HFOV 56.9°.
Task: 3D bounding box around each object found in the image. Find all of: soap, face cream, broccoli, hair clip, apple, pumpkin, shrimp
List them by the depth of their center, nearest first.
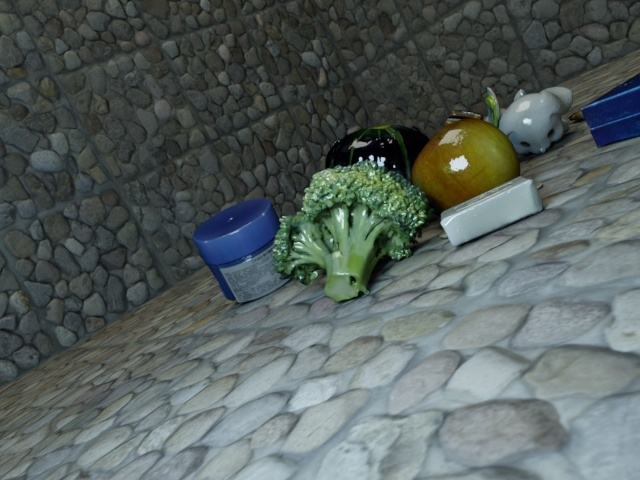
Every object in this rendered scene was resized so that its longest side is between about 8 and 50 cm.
[{"bbox_3d":[0.327,-0.057,1.140,0.183,0.064,0.121,-25,5,15],"label":"soap"},{"bbox_3d":[0.042,-0.028,1.246,0.375,0.249,0.302,-18,8,24],"label":"broccoli"},{"bbox_3d":[0.330,-0.153,1.332,0.236,0.208,0.237,-30,-18,-11],"label":"apple"},{"bbox_3d":[0.158,-0.164,1.552,0.295,0.296,0.296,-27,7,4],"label":"pumpkin"},{"bbox_3d":[0.475,-0.327,1.642,0.033,0.189,0.060,-9,35,-6],"label":"hair clip"},{"bbox_3d":[-0.213,0.031,1.716,0.248,0.225,0.249,-20,21,8],"label":"face cream"},{"bbox_3d":[0.841,-0.408,1.791,0.161,0.049,0.166,-32,1,-19],"label":"shrimp"}]

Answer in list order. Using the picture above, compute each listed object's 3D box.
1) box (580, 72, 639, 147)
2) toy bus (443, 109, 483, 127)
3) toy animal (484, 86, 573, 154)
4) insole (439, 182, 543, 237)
[{"bbox_3d":[0.759,-0.326,1.257,0.261,0.116,0.279,-31,6,-22],"label":"box"},{"bbox_3d":[0.397,-0.261,1.689,0.098,0.201,0.114,13,29,20],"label":"toy bus"},{"bbox_3d":[0.609,-0.349,1.689,0.249,0.174,0.289,-29,6,-3],"label":"toy animal"},{"bbox_3d":[0.364,-0.065,1.257,0.247,0.011,0.081,-28,7,-7],"label":"insole"}]
